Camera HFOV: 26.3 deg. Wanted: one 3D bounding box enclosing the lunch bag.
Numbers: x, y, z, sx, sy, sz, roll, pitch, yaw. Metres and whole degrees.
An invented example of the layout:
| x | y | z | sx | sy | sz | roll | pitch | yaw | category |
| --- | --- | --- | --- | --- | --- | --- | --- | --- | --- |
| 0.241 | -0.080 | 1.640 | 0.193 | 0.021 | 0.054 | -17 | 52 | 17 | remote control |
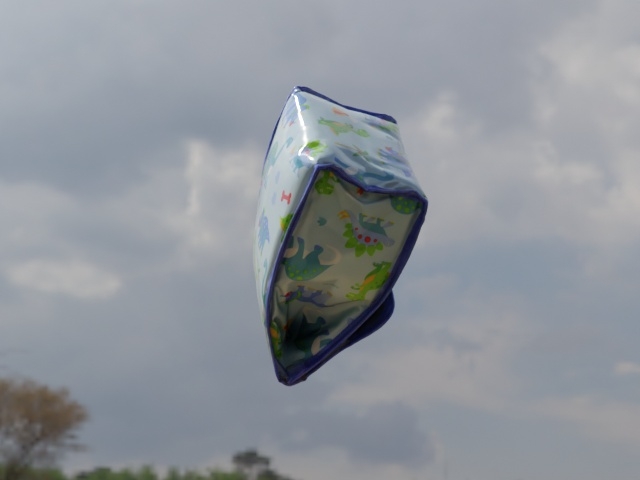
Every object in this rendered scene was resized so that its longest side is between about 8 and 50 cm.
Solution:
| x | y | z | sx | sy | sz | roll | pitch | yaw | category |
| --- | --- | --- | --- | --- | --- | --- | --- | --- | --- |
| 0.000 | 0.000 | 0.872 | 0.096 | 0.151 | 0.129 | 19 | 23 | -16 | lunch bag |
